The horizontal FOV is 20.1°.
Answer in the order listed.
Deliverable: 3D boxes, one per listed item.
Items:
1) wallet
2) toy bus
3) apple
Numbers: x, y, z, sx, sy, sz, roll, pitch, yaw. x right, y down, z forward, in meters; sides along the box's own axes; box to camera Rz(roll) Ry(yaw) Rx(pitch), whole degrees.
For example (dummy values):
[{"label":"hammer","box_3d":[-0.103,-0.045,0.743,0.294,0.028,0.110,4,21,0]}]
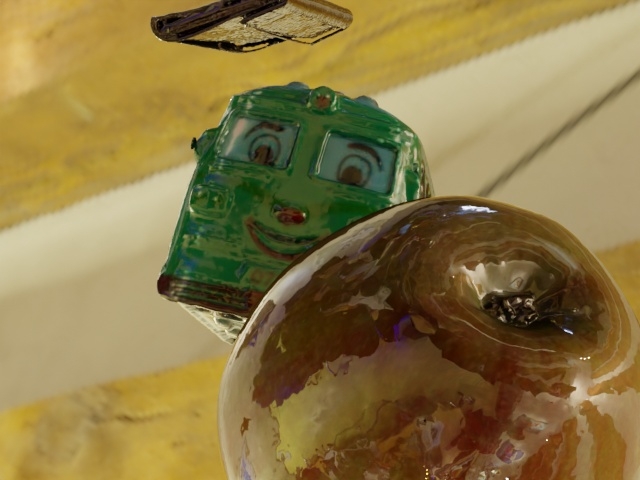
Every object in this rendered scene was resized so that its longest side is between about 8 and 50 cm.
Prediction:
[{"label":"wallet","box_3d":[-0.058,-0.202,1.686,0.133,0.243,0.039,-13,-90,14]},{"label":"toy bus","box_3d":[0.000,0.000,1.427,0.184,0.343,0.199,13,-98,8]},{"label":"apple","box_3d":[0.069,0.098,1.075,0.234,0.257,0.256,113,-18,-49]}]
